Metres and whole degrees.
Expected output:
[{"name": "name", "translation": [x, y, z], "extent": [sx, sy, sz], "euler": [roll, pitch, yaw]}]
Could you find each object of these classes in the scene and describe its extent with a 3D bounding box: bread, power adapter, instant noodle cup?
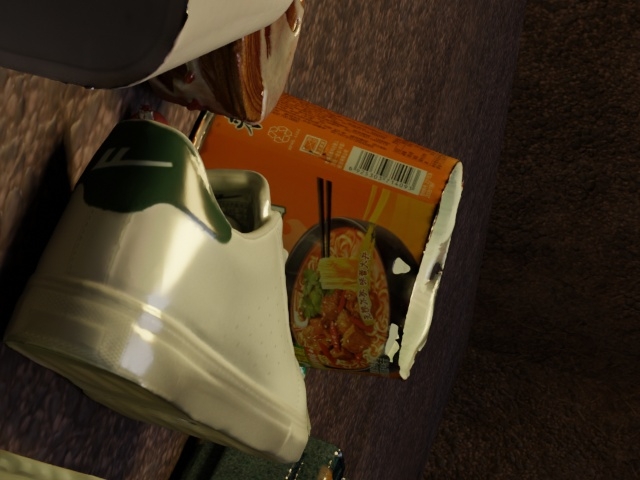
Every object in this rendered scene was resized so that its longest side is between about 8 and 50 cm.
[{"name": "bread", "translation": [-0.058, -0.152, 0.951], "extent": [0.160, 0.073, 0.160], "euler": [11, 90, -81]}, {"name": "power adapter", "translation": [-0.069, -0.185, 0.716], "extent": [0.255, 0.124, 0.187], "euler": [-43, 147, -69]}, {"name": "instant noodle cup", "translation": [0.000, 0.000, 1.155], "extent": [0.230, 0.182, 0.230], "euler": [14, 90, -80]}]

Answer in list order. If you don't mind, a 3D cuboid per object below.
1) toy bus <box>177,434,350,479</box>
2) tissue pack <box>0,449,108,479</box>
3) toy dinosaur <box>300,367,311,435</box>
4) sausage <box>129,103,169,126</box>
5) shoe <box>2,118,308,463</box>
[{"name": "toy bus", "translation": [-0.079, 0.287, 1.257], "extent": [0.167, 0.138, 0.275], "euler": [91, 20, -44]}, {"name": "tissue pack", "translation": [-0.087, 0.346, 0.783], "extent": [0.205, 0.331, 0.405], "euler": [-61, 162, -63]}, {"name": "toy dinosaur", "translation": [-0.030, 0.126, 1.392], "extent": [0.106, 0.044, 0.187], "euler": [85, -16, -53]}, {"name": "sausage", "translation": [-0.108, -0.007, 1.000], "extent": [0.223, 0.029, 0.029], "euler": [92, 17, -48]}, {"name": "shoe", "translation": [-0.076, 0.038, 0.964], "extent": [0.363, 0.131, 0.160], "euler": [50, 58, -68]}]
